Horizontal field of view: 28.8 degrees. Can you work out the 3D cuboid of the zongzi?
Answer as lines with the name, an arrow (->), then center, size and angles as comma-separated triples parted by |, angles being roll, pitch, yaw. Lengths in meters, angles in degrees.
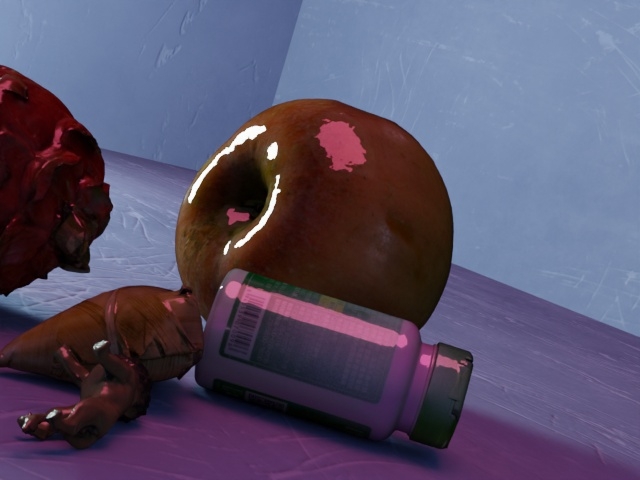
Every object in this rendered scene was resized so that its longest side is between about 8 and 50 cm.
zongzi -> -0.216, 0.099, 1.222 | 0.197, 0.099, 0.194 | -9, -4, -8

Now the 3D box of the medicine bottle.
medicine bottle -> 0.016, 0.128, 1.298 | 0.274, 0.133, 0.133 | 17, 6, 4

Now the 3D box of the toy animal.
toy animal -> -0.194, 0.124, 1.030 | 0.069, 0.086, 0.220 | -23, -1, 18

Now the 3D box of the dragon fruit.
dragon fruit -> -0.392, -0.069, 1.360 | 0.342, 0.277, 0.277 | 27, 6, 2

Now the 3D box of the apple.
apple -> 0.000, 0.000, 1.556 | 0.338, 0.338, 0.305 | 23, -7, 47
